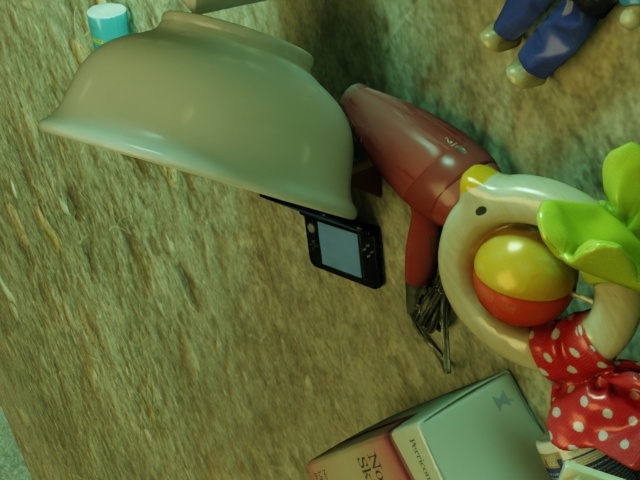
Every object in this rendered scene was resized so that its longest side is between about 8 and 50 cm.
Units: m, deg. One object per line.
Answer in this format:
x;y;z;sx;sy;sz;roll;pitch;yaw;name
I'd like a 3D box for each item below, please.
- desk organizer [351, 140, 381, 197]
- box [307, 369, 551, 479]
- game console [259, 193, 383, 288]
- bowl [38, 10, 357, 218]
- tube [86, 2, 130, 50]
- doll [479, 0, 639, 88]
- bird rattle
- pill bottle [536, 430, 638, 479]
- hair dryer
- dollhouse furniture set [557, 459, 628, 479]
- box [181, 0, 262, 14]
0.005;-0.081;0.985;0.130;0.047;0.050;30;133;44;desk organizer
0.112;0.244;0.942;0.148;0.127;0.232;63;147;9;box
0.000;0.000;1.015;0.122;0.071;0.107;20;124;49;game console
-0.090;-0.121;0.855;0.298;0.298;0.134;20;94;49;bowl
-0.281;-0.224;1.316;0.080;0.052;0.207;42;144;45;tube
0.182;-0.194;0.671;0.129;0.046;0.189;58;146;14;doll
0.188;0.039;0.721;0.207;0.143;0.253;26;140;29;bird rattle
0.237;0.214;0.801;0.067;0.067;0.120;-32;81;56;pill bottle
0.091;-0.013;0.871;0.224;0.080;0.293;-24;87;57;hair dryer
0.299;0.100;0.567;0.303;0.174;0.355;17;113;10;dollhouse furniture set
-0.073;-0.291;0.865;0.130;0.171;0.091;46;141;29;box
